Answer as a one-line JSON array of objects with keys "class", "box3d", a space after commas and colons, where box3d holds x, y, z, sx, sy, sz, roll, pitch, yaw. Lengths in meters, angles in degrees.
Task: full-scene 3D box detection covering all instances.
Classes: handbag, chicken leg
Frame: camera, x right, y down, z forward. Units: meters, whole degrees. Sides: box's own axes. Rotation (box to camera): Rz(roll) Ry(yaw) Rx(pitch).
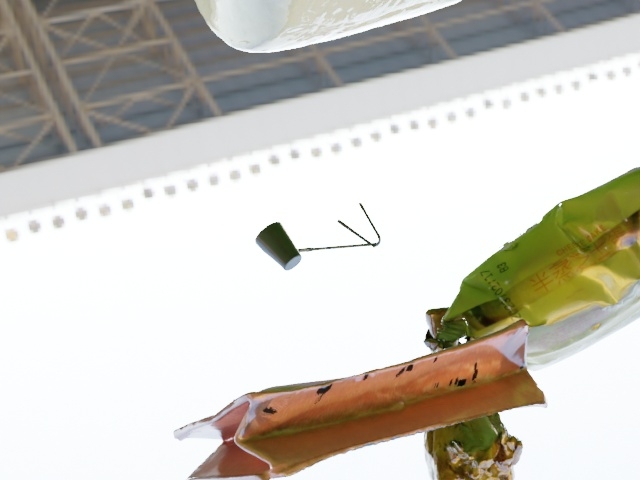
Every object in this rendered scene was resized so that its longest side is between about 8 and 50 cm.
[{"class": "handbag", "box3d": [0.025, 0.110, 0.793, 0.212, 0.059, 0.157, -10, 171, -28]}, {"class": "chicken leg", "box3d": [0.142, 0.167, 1.204, 0.085, 0.207, 0.101, -8, 175, -14]}]

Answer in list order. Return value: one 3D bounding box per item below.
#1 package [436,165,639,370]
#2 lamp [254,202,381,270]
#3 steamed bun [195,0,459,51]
[{"class": "package", "box3d": [0.194, 0.024, 0.901, 0.226, 0.168, 0.090, -33, -114, 5]}, {"class": "lamp", "box3d": [-0.001, 0.001, 1.154, 0.121, 0.041, 0.054, -20, -120, -39]}, {"class": "steamed bun", "box3d": [0.023, -0.221, 0.644, 0.200, 0.250, 0.155, -22, -112, -36]}]
